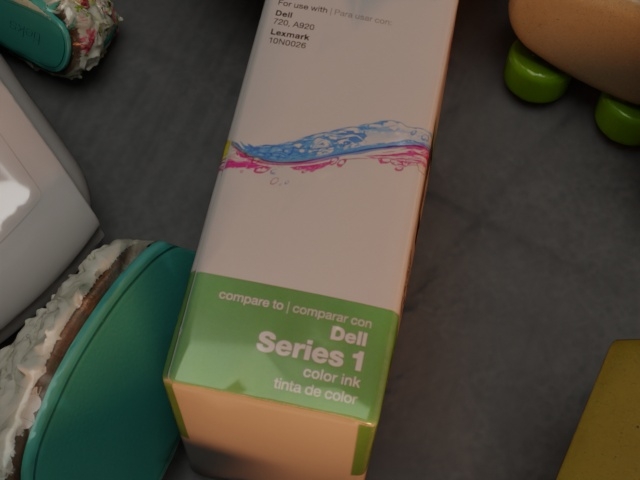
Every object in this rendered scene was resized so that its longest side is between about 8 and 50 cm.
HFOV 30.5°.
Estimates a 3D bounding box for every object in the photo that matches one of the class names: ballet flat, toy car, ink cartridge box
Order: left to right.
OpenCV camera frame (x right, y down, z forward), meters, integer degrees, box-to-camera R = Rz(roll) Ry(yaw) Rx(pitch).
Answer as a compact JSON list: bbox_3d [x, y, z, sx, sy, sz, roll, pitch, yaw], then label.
[{"bbox_3d":[-0.254,-0.201,0.896,0.241,0.091,0.077,35,40,10],"label":"ballet flat"},{"bbox_3d":[-0.187,0.173,0.690,0.147,0.147,0.408,14,67,6],"label":"ballet flat"},{"bbox_3d":[0.000,0.000,0.727,0.117,0.201,0.278,11,65,4],"label":"ink cartridge box"},{"bbox_3d":[0.234,-0.196,0.856,0.149,0.155,0.188,27,56,11],"label":"toy car"}]

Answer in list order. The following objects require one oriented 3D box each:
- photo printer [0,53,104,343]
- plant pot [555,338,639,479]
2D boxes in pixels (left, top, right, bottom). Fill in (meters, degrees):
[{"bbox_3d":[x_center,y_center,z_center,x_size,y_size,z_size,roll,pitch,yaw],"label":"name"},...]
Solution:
[{"bbox_3d":[-0.313,-0.045,0.784,0.256,0.107,0.307,-35,78,-12],"label":"photo printer"},{"bbox_3d":[0.228,0.173,0.659,0.187,0.212,0.212,18,66,22],"label":"plant pot"}]
